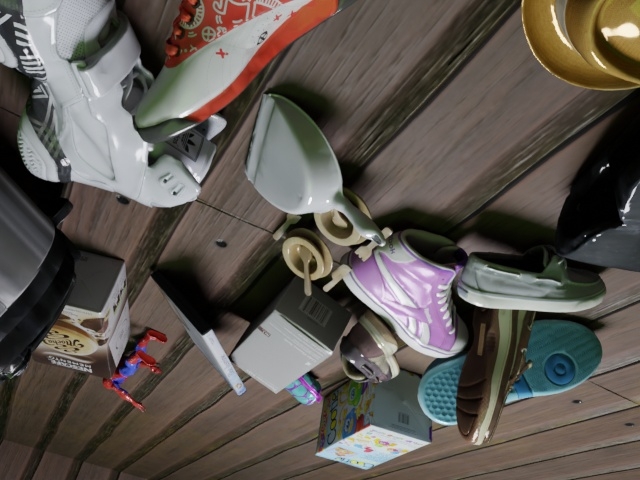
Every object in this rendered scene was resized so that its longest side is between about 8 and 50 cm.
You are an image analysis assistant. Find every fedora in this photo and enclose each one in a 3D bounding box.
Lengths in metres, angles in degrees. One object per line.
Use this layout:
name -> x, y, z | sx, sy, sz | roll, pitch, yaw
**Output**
fedora -> 0.271, -0.193, 0.443 | 0.195, 0.079, 0.194 | 6, 142, 5

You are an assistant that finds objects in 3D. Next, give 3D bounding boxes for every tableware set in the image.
tableware set -> 0.000, 0.000, 0.736 | 0.128, 0.039, 0.194 | 46, 138, 3

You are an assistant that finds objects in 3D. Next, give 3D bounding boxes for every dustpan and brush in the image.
dustpan and brush -> -0.004, -0.064, 0.634 | 0.060, 0.211, 0.147 | -21, 152, -33

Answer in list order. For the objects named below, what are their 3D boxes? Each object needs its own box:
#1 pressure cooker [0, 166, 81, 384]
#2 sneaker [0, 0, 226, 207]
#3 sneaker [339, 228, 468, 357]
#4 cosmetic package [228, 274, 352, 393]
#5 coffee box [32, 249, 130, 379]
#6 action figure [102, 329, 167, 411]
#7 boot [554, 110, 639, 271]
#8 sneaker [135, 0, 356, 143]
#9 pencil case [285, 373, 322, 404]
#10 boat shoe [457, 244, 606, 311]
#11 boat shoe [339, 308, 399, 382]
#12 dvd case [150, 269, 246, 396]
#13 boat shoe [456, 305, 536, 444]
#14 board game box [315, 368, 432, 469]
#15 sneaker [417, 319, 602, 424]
pressure cooker -> -0.543, 0.042, 0.658 | 0.370, 0.375, 0.420 | -27, 125, 4
sneaker -> -0.203, -0.162, 0.554 | 0.211, 0.137, 0.365 | 19, 146, -12
sneaker -> 0.180, 0.086, 0.802 | 0.161, 0.102, 0.282 | -29, 127, 36
cosmetic package -> -0.062, 0.176, 0.950 | 0.127, 0.107, 0.238 | 36, 135, -4
coffee box -> -0.474, 0.145, 1.012 | 0.168, 0.118, 0.297 | 14, 142, -6
action figure -> -0.420, 0.314, 1.233 | 0.139, 0.091, 0.280 | 39, 134, -19
boot -> 0.503, 0.042, 0.623 | 0.446, 0.146, 0.366 | 8, 132, -3
sneaker -> -0.087, -0.212, 0.437 | 0.270, 0.090, 0.145 | -36, 126, 7
pencil case -> -0.054, 0.311, 1.167 | 0.070, 0.064, 0.151 | 14, 151, 39
boat shoe -> 0.306, 0.048, 0.733 | 0.228, 0.079, 0.081 | 1, 113, -13
boat shoe -> 0.079, 0.204, 0.924 | 0.092, 0.102, 0.285 | -33, 157, -8
dvd case -> -0.228, 0.181, 0.992 | 0.180, 0.022, 0.253 | 38, 155, 33
boat shoe -> 0.283, 0.191, 0.805 | 0.095, 0.257, 0.095 | 11, -177, -10
board game box -> 0.115, 0.402, 1.179 | 0.145, 0.142, 0.275 | 22, 140, -14
sneaker -> 0.322, 0.229, 0.952 | 0.319, 0.127, 0.208 | -17, 168, 1
